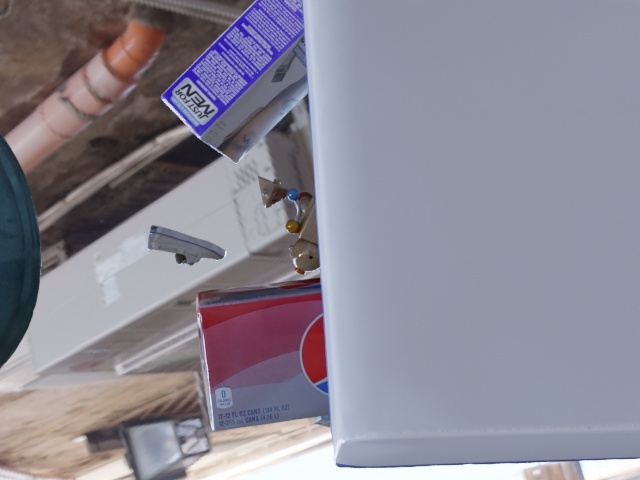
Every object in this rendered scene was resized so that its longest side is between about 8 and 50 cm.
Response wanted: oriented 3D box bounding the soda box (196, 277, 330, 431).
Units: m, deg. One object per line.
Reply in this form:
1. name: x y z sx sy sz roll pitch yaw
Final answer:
1. soda box: 0.050 0.063 0.670 0.264 0.092 0.083 -7 -86 -8

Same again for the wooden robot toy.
1. wooden robot toy: 0.000 0.000 1.007 0.173 0.076 0.079 24 -86 -18

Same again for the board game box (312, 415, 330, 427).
1. board game box: 0.062 0.251 1.546 0.154 0.026 0.103 17 -123 -24

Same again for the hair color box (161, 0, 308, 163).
1. hair color box: -0.075 -0.290 1.569 0.110 0.339 0.185 48 -175 15

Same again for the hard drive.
1. hard drive: 0.100 -0.062 0.439 0.210 0.040 0.318 -1 -120 -6

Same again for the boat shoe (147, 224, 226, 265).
1. boat shoe: -0.153 0.012 1.121 0.100 0.035 0.035 21 -99 -40

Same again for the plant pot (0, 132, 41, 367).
1. plant pot: -0.511 0.019 0.927 0.334 0.341 0.341 -15 -100 -61
